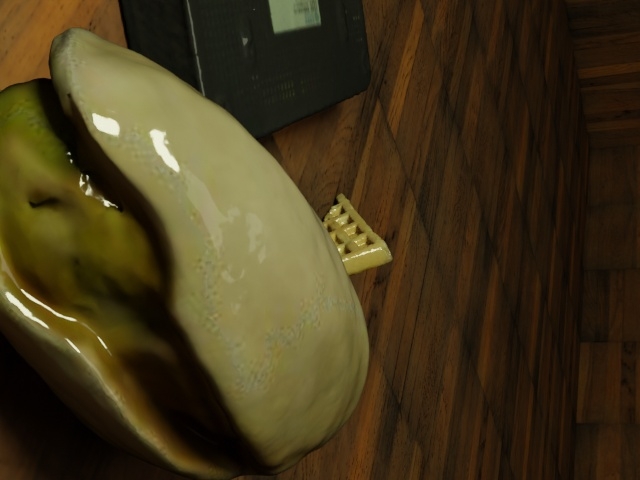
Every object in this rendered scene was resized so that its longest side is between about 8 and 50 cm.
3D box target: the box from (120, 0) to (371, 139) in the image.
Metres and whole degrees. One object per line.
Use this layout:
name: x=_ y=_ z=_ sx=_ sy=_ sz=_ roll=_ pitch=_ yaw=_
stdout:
box: x=-0.043 y=-0.197 z=0.760 sx=0.350 sy=0.058 sz=0.211 roll=-40 pitch=123 yaw=-64

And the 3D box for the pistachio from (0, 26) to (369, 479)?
pistachio: x=-0.076 y=0.016 z=0.517 sx=0.197 sy=0.166 sz=0.288 roll=-104 pitch=170 yaw=-54

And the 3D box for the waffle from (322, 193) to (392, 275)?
waffle: x=0.000 y=0.000 z=0.893 sx=0.153 sy=0.097 sz=0.023 roll=-122 pitch=-166 yaw=-64
